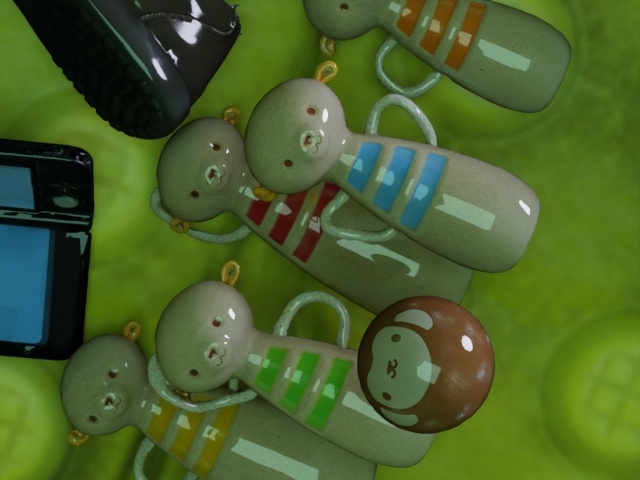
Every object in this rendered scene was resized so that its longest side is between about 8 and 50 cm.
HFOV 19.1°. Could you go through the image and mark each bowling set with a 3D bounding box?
[{"bbox_3d":[0.000,0.000,0.805,0.154,0.200,0.287,24,93,-6],"label":"bowling set"}]

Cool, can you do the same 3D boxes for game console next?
[{"bbox_3d":[-0.165,0.002,0.854,0.122,0.107,0.071,5,70,-5],"label":"game console"}]

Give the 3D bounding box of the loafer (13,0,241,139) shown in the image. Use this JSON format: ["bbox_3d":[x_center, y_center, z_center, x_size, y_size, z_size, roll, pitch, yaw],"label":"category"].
[{"bbox_3d":[-0.115,-0.149,0.838,0.078,0.080,0.220,-40,100,-30],"label":"loafer"}]
